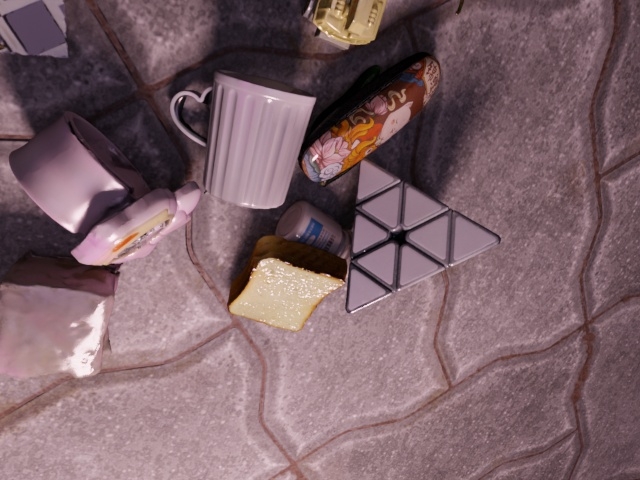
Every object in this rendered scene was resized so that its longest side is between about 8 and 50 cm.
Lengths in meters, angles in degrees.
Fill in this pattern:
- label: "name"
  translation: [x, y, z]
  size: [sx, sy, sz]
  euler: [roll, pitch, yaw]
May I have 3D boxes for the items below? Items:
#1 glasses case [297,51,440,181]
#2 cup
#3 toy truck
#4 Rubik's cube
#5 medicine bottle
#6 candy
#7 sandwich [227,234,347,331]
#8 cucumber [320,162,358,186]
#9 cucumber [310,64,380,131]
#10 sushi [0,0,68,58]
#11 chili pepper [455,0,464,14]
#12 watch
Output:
- label: "glasses case"
  translation: [0.093, -0.229, 0.836]
  size: [0.321, 0.082, 0.122]
  euler: [-39, 159, -5]
- label: "cup"
  translation: [-0.132, -0.181, 0.774]
  size: [0.167, 0.221, 0.202]
  euler: [-15, 127, -53]
- label: "toy truck"
  translation: [0.076, -0.451, 0.712]
  size: [0.124, 0.157, 0.272]
  euler: [13, 107, -25]
- label: "Rubik's cube"
  translation: [0.171, 0.002, 0.899]
  size: [0.228, 0.228, 0.233]
  euler: [7, 128, -14]
- label: "medicine bottle"
  translation: [0.000, 0.000, 0.912]
  size: [0.168, 0.105, 0.105]
  euler: [32, 98, -30]
- label: "candy"
  translation: [-0.448, 0.129, 0.777]
  size: [0.185, 0.137, 0.195]
  euler: [11, 106, -25]
- label: "sandwich"
  translation: [-0.072, 0.092, 0.889]
  size: [0.186, 0.065, 0.214]
  euler: [19, 134, -17]
- label: "cucumber"
  translation: [0.053, -0.157, 0.904]
  size: [0.135, 0.033, 0.034]
  euler: [-33, 124, -5]
- label: "cucumber"
  translation: [0.049, -0.265, 0.854]
  size: [0.184, 0.036, 0.033]
  euler: [-44, 143, 0]
- label: "sushi"
  translation: [-0.491, -0.401, 0.570]
  size: [0.294, 0.059, 0.292]
  euler: [-3, 114, -20]
- label: "chili pepper"
  translation: [0.284, -0.549, 0.806]
  size: [0.063, 0.071, 0.272]
  euler: [19, 102, 14]
- label: "watch"
  translation: [-0.336, -0.087, 0.710]
  size: [0.211, 0.248, 0.217]
  euler: [-37, 94, -1]
